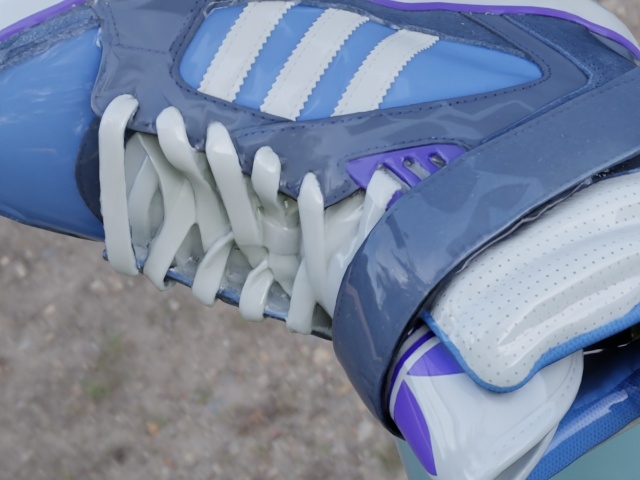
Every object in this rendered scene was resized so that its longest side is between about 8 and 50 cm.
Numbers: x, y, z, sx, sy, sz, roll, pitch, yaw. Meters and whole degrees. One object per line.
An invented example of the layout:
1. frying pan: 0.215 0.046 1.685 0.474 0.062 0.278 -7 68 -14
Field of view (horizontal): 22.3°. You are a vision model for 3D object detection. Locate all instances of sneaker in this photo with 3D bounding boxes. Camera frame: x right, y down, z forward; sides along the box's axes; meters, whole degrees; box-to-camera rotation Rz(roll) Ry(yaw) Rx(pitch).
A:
1. sneaker: 0.000 0.000 0.615 0.322 0.130 0.236 -2 41 -6

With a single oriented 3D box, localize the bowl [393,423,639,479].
1. bowl: 0.193 0.166 0.837 0.311 0.311 0.163 -7 68 19
